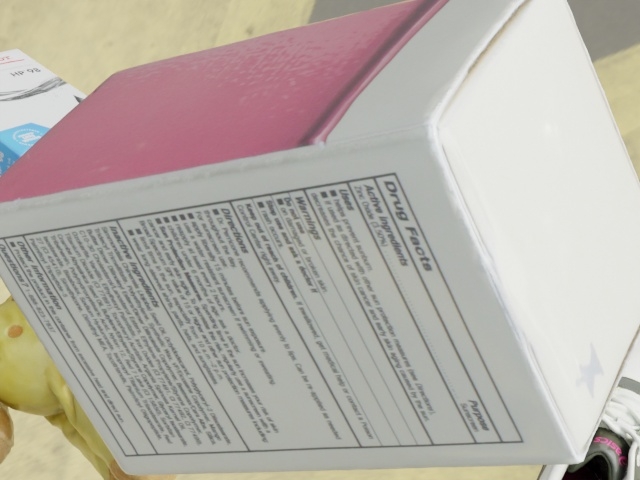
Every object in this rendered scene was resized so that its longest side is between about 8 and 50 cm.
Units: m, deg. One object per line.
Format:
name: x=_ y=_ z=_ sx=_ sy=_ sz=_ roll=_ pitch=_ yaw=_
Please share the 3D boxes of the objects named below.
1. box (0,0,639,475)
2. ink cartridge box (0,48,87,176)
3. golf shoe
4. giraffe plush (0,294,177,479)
box: x=0.000 y=0.000 z=0.623 sx=0.127 sy=0.232 sz=0.148 roll=-53 pitch=125 yaw=-45
ink cartridge box: x=-0.244 y=-0.091 z=1.160 sx=0.180 sy=0.060 sz=0.104 roll=34 pitch=37 yaw=32
golf shoe: x=0.228 y=0.157 z=1.152 sx=0.105 sy=0.120 sz=0.273 roll=25 pitch=61 yaw=12
giraffe plush: x=-0.199 y=0.083 z=0.984 sx=0.170 sy=0.181 sz=0.210 roll=-17 pitch=79 yaw=-13
